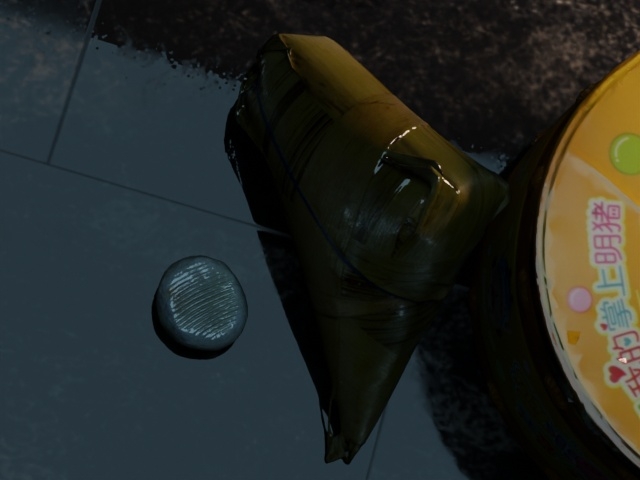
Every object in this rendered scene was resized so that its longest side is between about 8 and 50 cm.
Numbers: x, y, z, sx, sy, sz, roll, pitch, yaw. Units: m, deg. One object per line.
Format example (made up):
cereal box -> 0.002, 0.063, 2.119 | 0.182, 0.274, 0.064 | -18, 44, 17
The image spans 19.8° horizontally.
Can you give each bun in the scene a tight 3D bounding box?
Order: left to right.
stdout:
bun -> -0.100, 0.054, 1.532 | 0.083, 0.045, 0.083 | 2, 81, -10

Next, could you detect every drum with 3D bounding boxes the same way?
drum -> 0.344, 0.039, 1.522 | 0.431, 0.214, 0.431 | 2, 77, -9

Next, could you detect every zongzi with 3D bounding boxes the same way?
zongzi -> 0.000, 0.000, 1.549 | 0.123, 0.289, 0.260 | -7, 41, -48
